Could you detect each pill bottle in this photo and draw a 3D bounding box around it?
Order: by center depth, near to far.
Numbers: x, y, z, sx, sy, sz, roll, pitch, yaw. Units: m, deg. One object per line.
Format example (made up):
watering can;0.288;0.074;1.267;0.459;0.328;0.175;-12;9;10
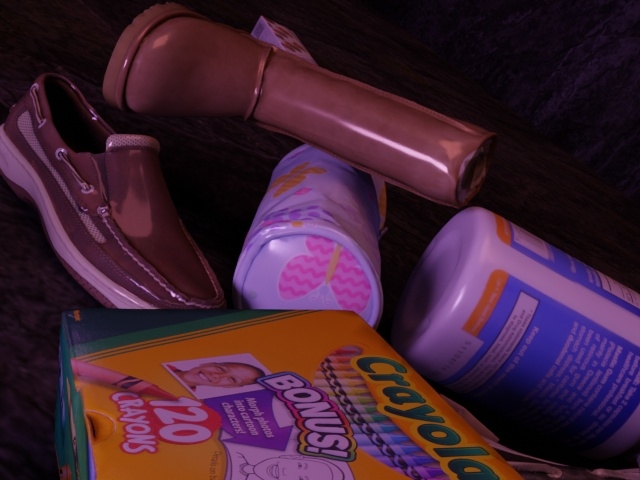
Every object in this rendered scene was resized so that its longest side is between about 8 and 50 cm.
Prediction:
pill bottle;0.211;0.096;0.822;0.272;0.152;0.152;29;20;-10

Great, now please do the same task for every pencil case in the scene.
pencil case;0.000;0.000;0.804;0.124;0.113;0.273;64;13;-15

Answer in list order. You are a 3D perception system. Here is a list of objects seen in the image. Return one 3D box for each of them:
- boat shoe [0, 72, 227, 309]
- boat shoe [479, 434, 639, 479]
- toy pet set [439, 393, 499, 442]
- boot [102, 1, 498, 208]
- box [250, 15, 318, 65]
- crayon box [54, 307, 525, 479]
boat shoe;-0.152;-0.035;0.687;0.257;0.095;0.095;41;22;25
boat shoe;0.177;0.184;0.577;0.306;0.113;0.105;25;-4;-17
toy pet set;0.076;0.145;0.671;0.122;0.065;0.114;42;-8;-20
boot;-0.004;-0.105;0.763;0.269;0.089;0.236;26;23;15
box;-0.043;-0.244;1.391;0.063;0.067;0.324;21;22;-27
crayon box;-0.019;0.112;0.398;0.165;0.081;0.278;2;15;-20
